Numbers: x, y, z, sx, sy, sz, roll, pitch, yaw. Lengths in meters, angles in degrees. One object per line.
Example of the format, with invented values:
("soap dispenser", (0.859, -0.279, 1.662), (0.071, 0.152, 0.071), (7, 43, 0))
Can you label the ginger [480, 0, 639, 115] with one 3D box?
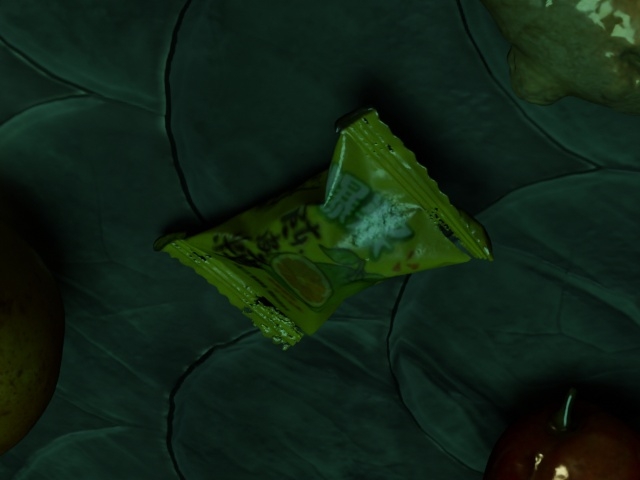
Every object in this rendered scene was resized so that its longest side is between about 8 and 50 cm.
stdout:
("ginger", (0.250, -0.160, 0.848), (0.353, 0.126, 0.190), (19, 111, -3))

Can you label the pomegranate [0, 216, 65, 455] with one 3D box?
("pomegranate", (-0.365, 0.082, 1.105), (0.264, 0.264, 0.264), (5, 132, 6))

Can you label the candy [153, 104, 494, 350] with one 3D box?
("candy", (0.000, 0.000, 1.073), (0.187, 0.081, 0.297), (42, 137, -24))

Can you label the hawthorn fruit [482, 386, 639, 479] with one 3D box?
("hawthorn fruit", (0.254, 0.261, 1.181), (0.224, 0.224, 0.261), (-12, 105, 21))
